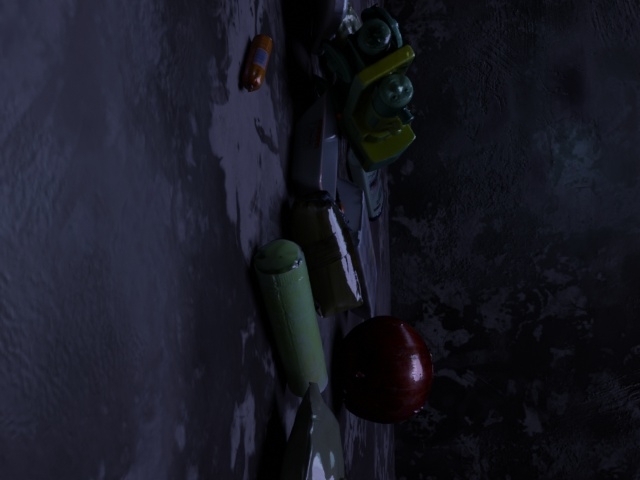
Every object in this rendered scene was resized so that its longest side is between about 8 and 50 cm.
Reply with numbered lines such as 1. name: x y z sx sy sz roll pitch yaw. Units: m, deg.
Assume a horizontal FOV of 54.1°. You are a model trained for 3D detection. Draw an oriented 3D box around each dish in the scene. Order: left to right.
1. dish: -0.009 -0.173 1.179 0.154 0.064 0.234 65 28 -65

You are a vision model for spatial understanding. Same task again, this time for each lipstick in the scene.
1. lipstick: -0.042 0.129 0.970 0.076 0.076 0.304 -79 165 -47

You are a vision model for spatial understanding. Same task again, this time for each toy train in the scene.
1. toy train: 0.101 -0.280 1.199 0.237 0.150 0.369 59 -5 2

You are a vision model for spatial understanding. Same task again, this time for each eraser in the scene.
1. eraser: 0.094 0.039 1.660 0.397 0.082 0.213 74 19 -55

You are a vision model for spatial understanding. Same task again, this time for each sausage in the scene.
1. sausage: -0.088 -0.241 0.860 0.031 0.031 0.107 76 18 -51

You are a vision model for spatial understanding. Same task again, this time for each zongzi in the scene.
1. zongzi: 0.000 0.000 1.162 0.242 0.112 0.221 -112 -170 -70

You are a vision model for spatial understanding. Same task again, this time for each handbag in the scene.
1. handbag: -0.016 0.422 0.991 0.253 0.109 0.316 -72 164 -50

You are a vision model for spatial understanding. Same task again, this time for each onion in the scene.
1. onion: 0.166 0.328 1.587 0.276 0.276 0.276 -1 90 -79

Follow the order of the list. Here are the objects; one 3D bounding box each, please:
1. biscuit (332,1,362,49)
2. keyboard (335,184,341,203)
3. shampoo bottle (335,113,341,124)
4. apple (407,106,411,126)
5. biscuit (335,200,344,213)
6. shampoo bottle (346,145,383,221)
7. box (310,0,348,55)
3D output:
1. biscuit: 0.090 -0.449 1.457 0.335 0.078 0.329 58 14 -14
2. keyboard: 0.035 -0.058 1.347 0.310 0.018 0.101 -99 -176 -61
3. shampoo bottle: 0.100 -0.319 1.659 0.278 0.104 0.104 32 58 -77
4. apple: 0.191 -0.364 1.978 0.207 0.173 0.188 -72 -175 -58
5. biscuit: 0.013 -0.050 1.232 0.015 0.091 0.078 28 77 -40
6. shampoo bottle: 0.150 -0.192 1.960 0.359 0.078 0.134 67 36 -63
7. box: 0.016 -0.448 1.175 0.285 0.044 0.142 -161 -105 -82
